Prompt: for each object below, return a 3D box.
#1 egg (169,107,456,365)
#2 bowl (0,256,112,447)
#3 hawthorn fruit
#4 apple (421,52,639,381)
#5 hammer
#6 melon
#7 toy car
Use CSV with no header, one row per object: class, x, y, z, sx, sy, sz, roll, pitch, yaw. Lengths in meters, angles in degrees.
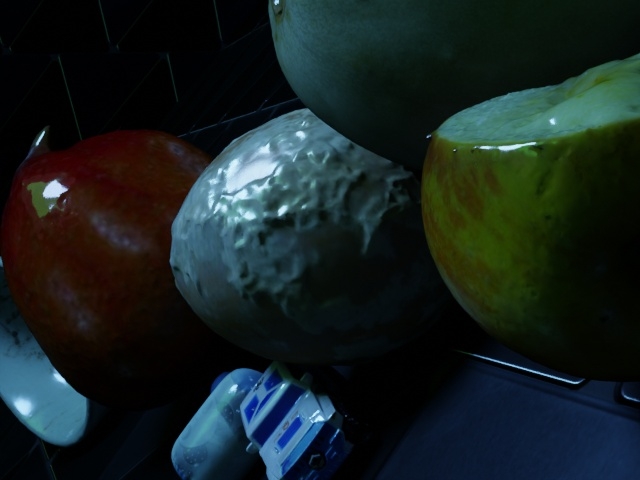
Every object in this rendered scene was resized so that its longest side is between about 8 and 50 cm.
egg,0.000,0.000,0.891,0.245,0.203,0.203,-12,32,21
bowl,-0.361,0.133,1.654,0.146,0.289,0.289,-28,-4,-40
hawthorn fruit,-0.194,0.028,1.248,0.295,0.311,0.295,-45,29,35
apple,0.148,-0.021,0.585,0.195,0.160,0.173,-15,33,-1
hammer,-0.084,0.158,1.081,0.116,0.069,0.194,-53,10,4
melon,0.122,-0.159,0.752,0.272,0.308,0.272,13,-90,-79
toy car,-0.019,0.137,0.911,0.080,0.070,0.171,-52,16,5
